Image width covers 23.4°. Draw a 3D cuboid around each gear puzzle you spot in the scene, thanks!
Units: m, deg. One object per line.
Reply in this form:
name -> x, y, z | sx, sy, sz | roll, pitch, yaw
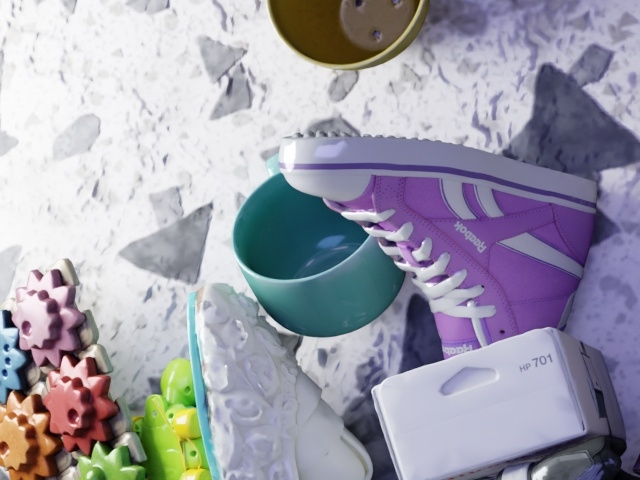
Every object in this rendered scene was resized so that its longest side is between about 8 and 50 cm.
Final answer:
gear puzzle -> -0.215, 0.198, 1.295 | 0.175, 0.044, 0.339 | -33, 73, 37

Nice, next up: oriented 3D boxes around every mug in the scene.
mug -> 0.007, 0.003, 1.242 | 0.129, 0.097, 0.158 | -2, 49, 23

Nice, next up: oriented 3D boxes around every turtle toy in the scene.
turtle toy -> -0.114, 0.163, 1.285 | 0.095, 0.066, 0.130 | -12, 82, 42

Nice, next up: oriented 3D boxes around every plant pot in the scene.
plant pot -> 0.034, -0.196, 1.261 | 0.134, 0.095, 0.134 | -2, 83, 18

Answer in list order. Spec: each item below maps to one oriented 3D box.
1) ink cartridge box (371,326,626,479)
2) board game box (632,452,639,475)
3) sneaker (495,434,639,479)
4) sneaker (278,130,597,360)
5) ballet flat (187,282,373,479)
ink cartridge box -> 0.137, 0.127, 1.139 | 0.139, 0.190, 0.082 | -20, 77, 16
board game box -> 0.388, 0.054, 1.088 | 0.208, 0.056, 0.347 | 27, 83, 2
sneaker -> 0.226, 0.225, 1.038 | 0.106, 0.078, 0.234 | -37, 95, 26
sneaker -> 0.087, 0.010, 1.140 | 0.102, 0.282, 0.161 | 9, 88, 60
ballet flat -> -0.014, 0.230, 1.217 | 0.147, 0.147, 0.409 | -8, 89, 18
